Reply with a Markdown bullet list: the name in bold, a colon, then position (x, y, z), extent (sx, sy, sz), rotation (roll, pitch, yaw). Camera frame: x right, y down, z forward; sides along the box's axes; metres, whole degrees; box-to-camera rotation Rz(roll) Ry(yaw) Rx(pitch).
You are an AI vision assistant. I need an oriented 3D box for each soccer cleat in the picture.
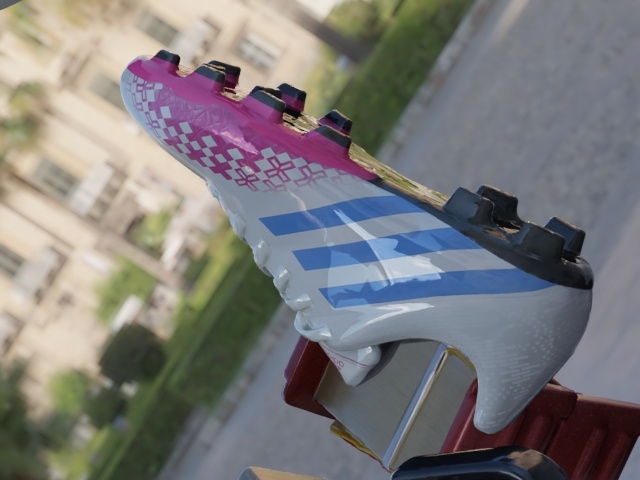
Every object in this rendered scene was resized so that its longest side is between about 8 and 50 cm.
- **soccer cleat**: position (0.000, 0.000, 1.153), extent (0.116, 0.331, 0.143), rotation (-1, -64, -66)

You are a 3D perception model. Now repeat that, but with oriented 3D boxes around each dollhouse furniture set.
- **dollhouse furniture set**: position (0.041, 0.224, 1.326), extent (0.201, 0.152, 0.374), rotation (39, 108, 52)

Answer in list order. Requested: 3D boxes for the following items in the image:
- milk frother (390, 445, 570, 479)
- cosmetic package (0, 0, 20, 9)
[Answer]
- **milk frother**: position (0.073, 0.188, 0.979), extent (0.135, 0.129, 0.143), rotation (-7, 33, 38)
- **cosmetic package**: position (-0.344, -0.263, 1.353), extent (0.129, 0.296, 0.153), rotation (-13, 72, 39)
